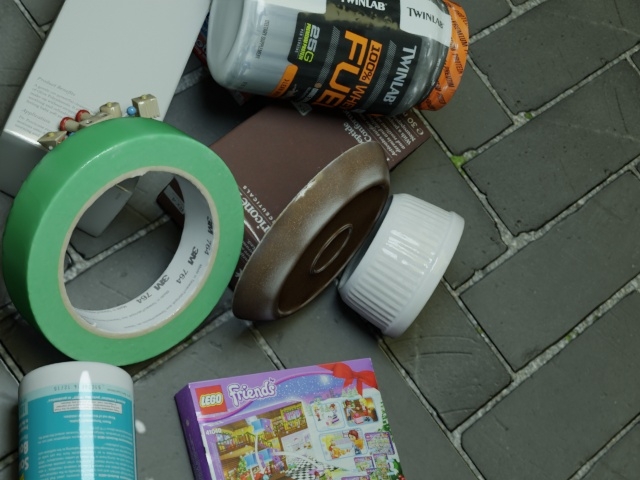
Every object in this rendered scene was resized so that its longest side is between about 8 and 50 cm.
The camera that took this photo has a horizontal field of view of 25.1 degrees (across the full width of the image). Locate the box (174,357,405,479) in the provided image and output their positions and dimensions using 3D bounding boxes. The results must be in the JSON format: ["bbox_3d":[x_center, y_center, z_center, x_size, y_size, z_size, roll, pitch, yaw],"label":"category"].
[{"bbox_3d":[-0.038,0.279,1.974,0.293,0.057,0.201,-5,70,-30],"label":"box"}]

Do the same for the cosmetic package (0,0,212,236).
[{"bbox_3d":[-0.309,-0.218,2.010,0.197,0.155,0.365,28,56,-14],"label":"cosmetic package"}]

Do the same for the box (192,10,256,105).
[{"bbox_3d":[-0.141,-0.352,2.186,0.257,0.128,0.122,49,54,1],"label":"box"}]

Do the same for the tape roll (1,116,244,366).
[{"bbox_3d":[-0.250,0.003,1.854,0.321,0.321,0.077,-16,33,-34],"label":"tape roll"}]

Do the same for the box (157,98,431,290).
[{"bbox_3d":[-0.034,-0.110,2.121,0.191,0.143,0.381,49,55,1],"label":"box"}]

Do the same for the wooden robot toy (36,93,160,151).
[{"bbox_3d":[-0.284,-0.129,1.864,0.173,0.076,0.079,-29,120,-35],"label":"wooden robot toy"}]

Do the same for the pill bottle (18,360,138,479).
[{"bbox_3d":[-0.298,0.292,1.770,0.146,0.146,0.264,7,63,-26],"label":"pill bottle"}]

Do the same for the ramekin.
[{"bbox_3d":[0.111,0.029,2.093,0.109,0.207,0.207,31,55,-4],"label":"ramekin"}]

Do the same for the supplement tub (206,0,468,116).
[{"bbox_3d":[0.024,-0.290,2.033,0.338,0.207,0.207,8,63,-20],"label":"supplement tub"}]

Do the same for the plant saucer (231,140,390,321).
[{"bbox_3d":[0.000,0.000,1.975,0.050,0.310,0.310,39,52,15],"label":"plant saucer"}]
